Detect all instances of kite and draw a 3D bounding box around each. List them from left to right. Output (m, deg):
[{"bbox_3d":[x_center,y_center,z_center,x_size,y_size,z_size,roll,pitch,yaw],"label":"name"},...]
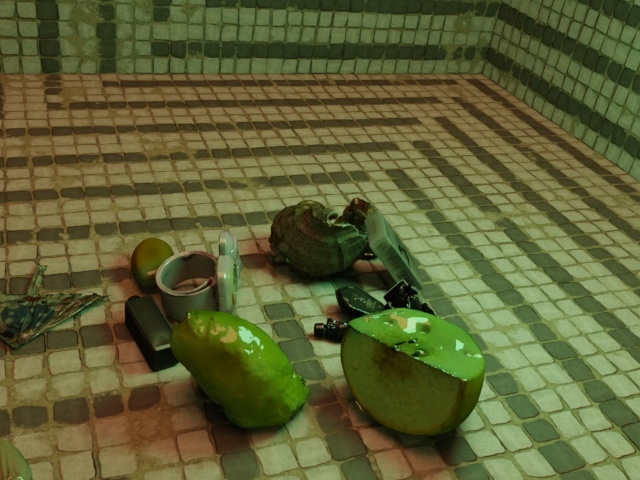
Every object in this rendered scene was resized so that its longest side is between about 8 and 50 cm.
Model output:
[{"bbox_3d":[-0.777,0.170,1.876,0.406,0.014,0.368,1,32,-10],"label":"kite"}]

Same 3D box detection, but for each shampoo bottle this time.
[{"bbox_3d":[-0.442,0.226,1.809,0.080,0.079,0.246,-12,38,-31],"label":"shampoo bottle"}]

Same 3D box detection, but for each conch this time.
[{"bbox_3d":[-0.007,0.017,2.126,0.297,0.210,0.352,23,-3,-14],"label":"conch"}]

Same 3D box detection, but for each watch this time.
[{"bbox_3d":[-0.340,0.098,1.949,0.217,0.211,0.248,-1,41,0],"label":"watch"}]

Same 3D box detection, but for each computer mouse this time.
[{"bbox_3d":[0.121,0.200,2.007,0.192,0.062,0.106,31,32,2],"label":"computer mouse"}]

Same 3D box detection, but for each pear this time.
[{"bbox_3d":[0.252,0.315,1.724,0.342,0.238,0.318,23,22,31],"label":"pear"}]

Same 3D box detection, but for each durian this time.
[{"bbox_3d":[-0.199,0.295,1.615,0.256,0.339,0.204,-1,46,30],"label":"durian"}]

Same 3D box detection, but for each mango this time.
[{"bbox_3d":[-0.489,0.068,2.033,0.130,0.092,0.194,5,33,-2],"label":"mango"}]

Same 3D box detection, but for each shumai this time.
[{"bbox_3d":[0.141,-0.054,2.304,0.206,0.175,0.166,18,33,8],"label":"shumai"}]

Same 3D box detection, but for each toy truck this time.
[{"bbox_3d":[0.278,0.224,1.961,0.125,0.101,0.242,41,10,-41],"label":"toy truck"}]

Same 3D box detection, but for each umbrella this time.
[{"bbox_3d":[0.093,0.251,1.919,0.224,0.071,0.080,0,18,-2],"label":"umbrella"}]

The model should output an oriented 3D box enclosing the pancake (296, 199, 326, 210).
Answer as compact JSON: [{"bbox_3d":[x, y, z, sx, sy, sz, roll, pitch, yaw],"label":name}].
[{"bbox_3d":[-0.035,-0.116,2.511,0.115,0.011,0.115,6,31,-3],"label":"pancake"}]

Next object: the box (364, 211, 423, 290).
[{"bbox_3d":[0.224,0.041,2.141,0.067,0.233,0.149,-31,29,13],"label":"box"}]

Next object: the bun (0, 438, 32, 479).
[{"bbox_3d":[-0.659,0.477,1.312,0.231,0.133,0.231,12,24,-5],"label":"bun"}]
